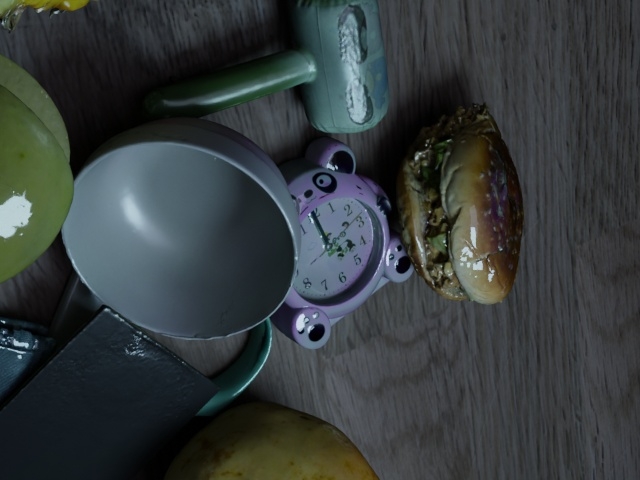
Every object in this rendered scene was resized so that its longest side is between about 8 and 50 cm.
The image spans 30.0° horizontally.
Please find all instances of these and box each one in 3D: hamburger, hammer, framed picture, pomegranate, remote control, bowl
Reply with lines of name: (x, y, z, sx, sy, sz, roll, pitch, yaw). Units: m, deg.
hamburger: (0.209, -0.049, 1.701, 0.243, 0.146, 0.286, 7, 75, -63)
hammer: (-0.072, -0.207, 1.513, 0.335, 0.119, 0.207, -19, 118, -19)
framed picture: (-0.308, 0.250, 1.515, 0.324, 0.013, 0.244, -44, 134, 2)
pomegranate: (-0.071, 0.401, 1.618, 0.342, 0.342, 0.343, -13, 115, -29)
remote control: (-0.323, 0.132, 1.527, 0.067, 0.029, 0.261, 20, 95, -37)
bowl: (-0.157, -0.032, 1.454, 0.286, 0.144, 0.287, 5, 125, 7)

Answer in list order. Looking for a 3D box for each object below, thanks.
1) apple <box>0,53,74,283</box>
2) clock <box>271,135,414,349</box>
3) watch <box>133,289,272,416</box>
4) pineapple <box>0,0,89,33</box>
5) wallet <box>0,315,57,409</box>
apple: (-0.396, -0.077, 1.232, 0.254, 0.292, 0.292, 40, 84, -27)
clock: (0.000, 0.000, 1.650, 0.227, 0.090, 0.248, -37, 123, -17)
watch: (-0.175, 0.140, 1.600, 0.237, 0.068, 0.195, 10, 102, -37)
pineapple: (-0.330, -0.364, 1.221, 0.286, 0.209, 0.344, -41, 158, -1)
wallet: (-0.504, 0.177, 1.395, 0.342, 0.075, 0.237, 15, 106, -39)
